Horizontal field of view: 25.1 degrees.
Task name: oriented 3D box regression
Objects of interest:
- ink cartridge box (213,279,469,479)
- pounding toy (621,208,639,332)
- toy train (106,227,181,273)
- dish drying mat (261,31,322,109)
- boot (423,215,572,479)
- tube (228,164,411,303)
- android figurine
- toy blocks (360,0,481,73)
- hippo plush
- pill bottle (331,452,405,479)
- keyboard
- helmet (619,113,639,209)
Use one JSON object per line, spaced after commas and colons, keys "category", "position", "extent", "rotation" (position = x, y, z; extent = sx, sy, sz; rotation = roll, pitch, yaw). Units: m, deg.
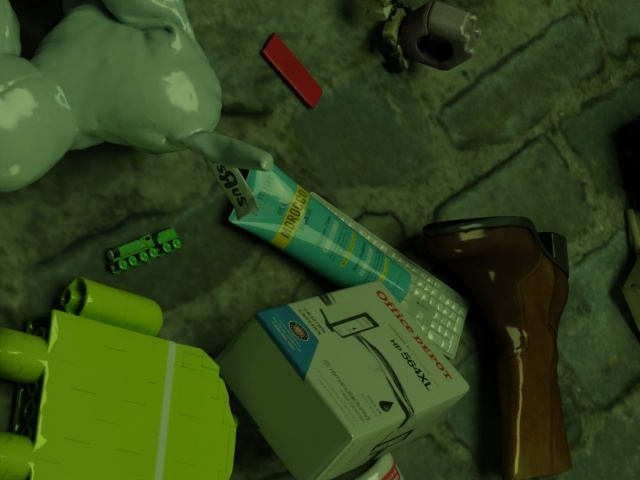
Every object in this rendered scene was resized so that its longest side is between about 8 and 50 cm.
{"category": "ink cartridge box", "position": [0.022, 0.127, 1.337], "extent": [0.148, 0.086, 0.203], "rotation": [50, 32, 18]}
{"category": "pounding toy", "position": [0.436, 0.050, 1.831], "extent": [0.130, 0.100, 0.141], "rotation": [-54, 127, -38]}
{"category": "toy train", "position": [-0.160, 0.008, 1.296], "extent": [0.083, 0.017, 0.024], "rotation": [-23, 86, -45]}
{"category": "dish drying mat", "position": [-0.029, -0.174, 1.480], "extent": [0.083, 0.008, 0.032], "rotation": [47, 50, -24]}
{"category": "boot", "position": [0.195, 0.121, 1.569], "extent": [0.264, 0.096, 0.281], "rotation": [19, 70, -60]}
{"category": "tube", "position": [0.000, 0.000, 1.426], "extent": [0.207, 0.052, 0.080], "rotation": [35, 56, -26]}
{"category": "android figurine", "position": [-0.176, 0.159, 1.211], "extent": [0.272, 0.056, 0.248], "rotation": [18, 66, -40]}
{"category": "toy blocks", "position": [0.196, -0.377, 1.523], "extent": [0.289, 0.260, 0.309], "rotation": [62, 41, -47]}
{"category": "hippo plush", "position": [-0.215, -0.114, 1.183], "extent": [0.236, 0.234, 0.294], "rotation": [-21, 78, -16]}
{"category": "pill bottle", "position": [0.062, 0.285, 1.390], "extent": [0.087, 0.087, 0.160], "rotation": [-40, 107, -43]}
{"category": "keyboard", "position": [0.067, 0.040, 1.513], "extent": [0.256, 0.014, 0.072], "rotation": [34, 57, -33]}
{"category": "helmet", "position": [0.485, -0.110, 1.873], "extent": [0.161, 0.169, 0.169], "rotation": [-10, 86, -28]}
